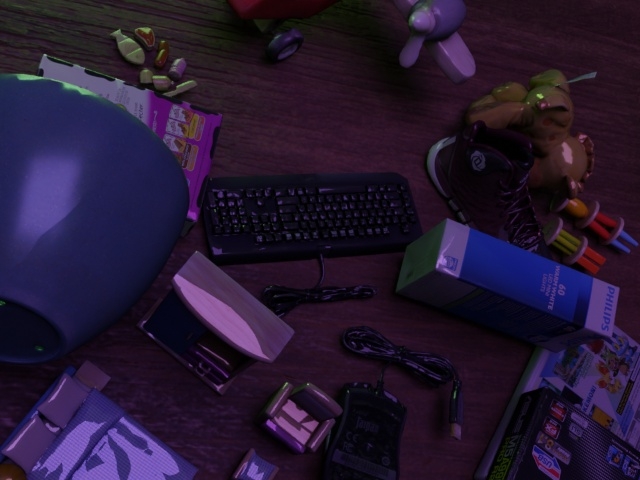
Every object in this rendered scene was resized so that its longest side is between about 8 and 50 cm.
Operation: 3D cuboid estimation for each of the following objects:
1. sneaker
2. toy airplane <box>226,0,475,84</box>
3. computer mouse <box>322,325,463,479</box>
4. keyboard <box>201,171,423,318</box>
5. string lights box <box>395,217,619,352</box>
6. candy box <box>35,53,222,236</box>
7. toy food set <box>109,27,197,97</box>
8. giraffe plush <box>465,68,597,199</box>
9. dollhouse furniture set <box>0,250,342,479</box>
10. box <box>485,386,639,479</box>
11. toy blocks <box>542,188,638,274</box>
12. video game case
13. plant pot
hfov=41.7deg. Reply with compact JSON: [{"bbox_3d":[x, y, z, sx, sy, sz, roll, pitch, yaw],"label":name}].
[{"bbox_3d":[0.273,-0.049,1.198,0.106,0.162,0.281,-35,87,-29],"label":"sneaker"},{"bbox_3d":[0.067,-0.434,1.191,0.386,0.272,0.384,16,65,-17],"label":"toy airplane"},{"bbox_3d":[0.092,0.248,1.075,0.184,0.060,0.262,18,54,-12],"label":"computer mouse"},{"bbox_3d":[0.000,0.000,1.142,0.317,0.033,0.201,-4,73,-23],"label":"keyboard"},{"bbox_3d":[0.248,0.068,1.128,0.260,0.133,0.077,21,68,-12],"label":"string lights box"},{"bbox_3d":[-0.256,-0.115,1.052,0.233,0.071,0.159,18,66,-17],"label":"candy box"},{"bbox_3d":[-0.224,-0.243,1.144,0.078,0.019,0.122,-29,76,-29],"label":"toy food set"},{"bbox_3d":[0.340,-0.151,1.270,0.181,0.210,0.170,-36,112,-35],"label":"giraffe plush"},{"bbox_3d":[-0.158,0.220,0.898,0.286,0.198,0.303,40,62,-5],"label":"dollhouse furniture set"},{"bbox_3d":[0.346,0.356,1.099,0.270,0.060,0.216,36,61,-7],"label":"box"},{"bbox_3d":[0.422,-0.002,1.306,0.148,0.054,0.123,32,61,-9],"label":"toy blocks"},{"bbox_3d":[0.405,0.287,1.204,0.300,0.036,0.329,38,62,-6],"label":"video game case"},{"bbox_3d":[-0.294,0.008,0.844,0.290,0.290,0.195,19,51,-15],"label":"plant pot"}]
